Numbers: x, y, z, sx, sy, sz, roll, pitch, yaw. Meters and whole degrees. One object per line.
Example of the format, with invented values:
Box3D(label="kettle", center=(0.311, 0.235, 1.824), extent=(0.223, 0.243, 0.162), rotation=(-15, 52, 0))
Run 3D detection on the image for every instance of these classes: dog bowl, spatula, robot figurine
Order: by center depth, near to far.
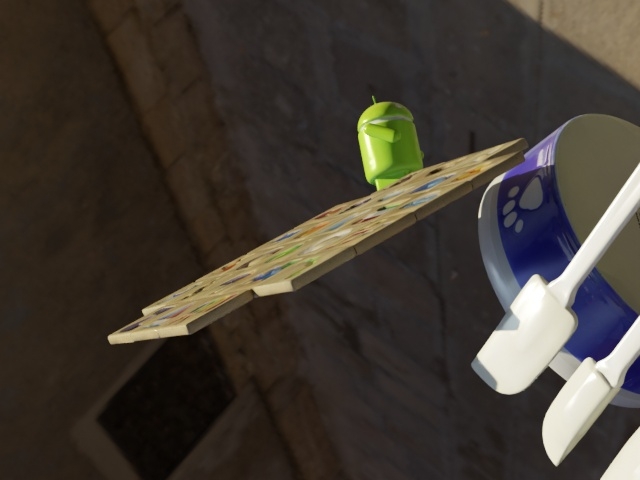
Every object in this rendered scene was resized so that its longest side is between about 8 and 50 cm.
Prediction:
Box3D(label="spatula", center=(0.197, 0.048, 0.663), extent=(0.168, 0.019, 0.242), rotation=(55, 127, 36))
Box3D(label="dog bowl", center=(0.281, 0.016, 1.062), extent=(0.265, 0.265, 0.104), rotation=(44, 132, -3))
Box3D(label="robot figurine", center=(0.079, -0.107, 1.306), extent=(0.067, 0.115, 0.101), rotation=(-16, 164, 22))

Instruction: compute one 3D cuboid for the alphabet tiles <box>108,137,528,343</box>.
Box3D(label="alphabet tiles", center=(0.000, 0.000, 0.928), extent=(0.285, 0.342, 0.011), rotation=(-15, 102, 60))
